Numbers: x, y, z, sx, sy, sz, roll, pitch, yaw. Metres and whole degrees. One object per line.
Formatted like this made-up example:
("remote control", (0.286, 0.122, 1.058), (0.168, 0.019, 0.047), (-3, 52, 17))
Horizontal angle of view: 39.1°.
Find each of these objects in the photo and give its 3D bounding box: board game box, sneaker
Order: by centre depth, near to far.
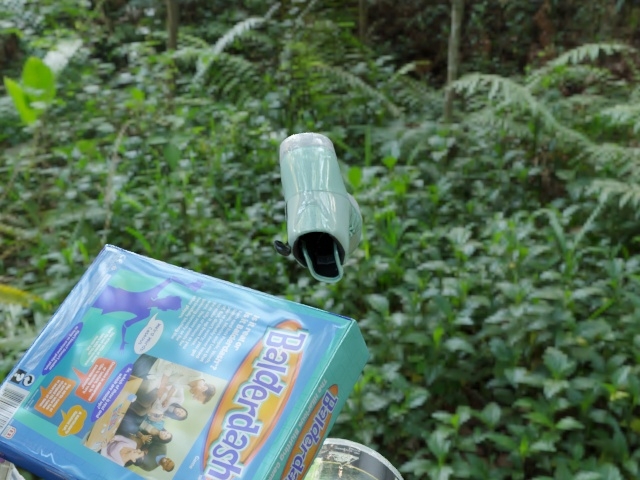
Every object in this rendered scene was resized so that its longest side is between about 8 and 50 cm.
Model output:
("board game box", (-0.097, 0.098, 0.578), (0.210, 0.047, 0.160), (15, 58, 30))
("sneaker", (-0.001, 0.000, 1.098), (0.094, 0.256, 0.151), (-8, 62, 9))

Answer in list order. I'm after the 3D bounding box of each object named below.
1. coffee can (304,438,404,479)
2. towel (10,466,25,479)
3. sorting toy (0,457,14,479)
("coffee can", (-0.001, 0.366, 0.985), (0.202, 0.201, 0.275), (1, 12, 7))
("towel", (-0.530, 0.533, 1.348), (0.317, 0.053, 0.332), (-38, 73, -12))
("sorting toy", (-0.476, 0.314, 1.295), (0.075, 0.083, 0.045), (16, 4, -22))
